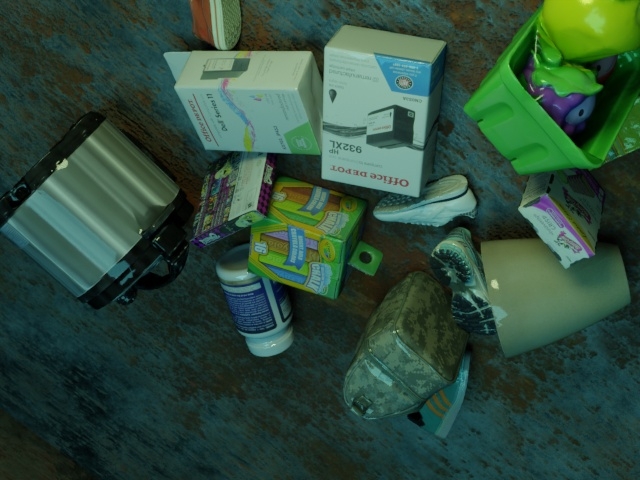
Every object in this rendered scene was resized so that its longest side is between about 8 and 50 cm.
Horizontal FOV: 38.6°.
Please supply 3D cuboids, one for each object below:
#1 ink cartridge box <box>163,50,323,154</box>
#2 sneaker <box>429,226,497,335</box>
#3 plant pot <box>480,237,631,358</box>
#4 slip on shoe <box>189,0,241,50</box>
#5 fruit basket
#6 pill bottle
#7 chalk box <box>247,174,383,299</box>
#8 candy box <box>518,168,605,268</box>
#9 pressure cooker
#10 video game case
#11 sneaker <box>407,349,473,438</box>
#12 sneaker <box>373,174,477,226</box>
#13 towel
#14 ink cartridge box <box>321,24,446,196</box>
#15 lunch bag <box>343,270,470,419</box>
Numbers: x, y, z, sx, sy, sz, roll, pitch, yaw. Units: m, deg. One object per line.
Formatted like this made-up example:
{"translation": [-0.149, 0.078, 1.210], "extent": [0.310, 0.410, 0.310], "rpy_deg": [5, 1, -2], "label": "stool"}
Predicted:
{"translation": [-0.171, -0.296, 1.960], "extent": [0.353, 0.119, 0.207], "rpy_deg": [5, 145, 21], "label": "ink cartridge box"}
{"translation": [0.346, 0.092, 2.044], "extent": [0.110, 0.122, 0.283], "rpy_deg": [0, 130, 36], "label": "sneaker"}
{"translation": [0.502, 0.099, 1.929], "extent": [0.274, 0.256, 0.256], "rpy_deg": [-12, 118, 13], "label": "plant pot"}
{"translation": [-0.229, -0.546, 1.854], "extent": [0.101, 0.123, 0.331], "rpy_deg": [15, 133, 18], "label": "slip on shoe"}
{"translation": [0.455, -0.327, 1.545], "extent": [0.283, 0.392, 0.392], "rpy_deg": [47, 128, -12], "label": "fruit basket"}
{"translation": [-0.155, 0.150, 2.283], "extent": [0.153, 0.153, 0.265], "rpy_deg": [-1, 122, 24], "label": "pill bottle"}
{"translation": [0.000, 0.000, 2.096], "extent": [0.289, 0.180, 0.179], "rpy_deg": [16, 128, 11], "label": "chalk box"}
{"translation": [0.480, -0.077, 1.795], "extent": [0.071, 0.233, 0.159], "rpy_deg": [-31, 107, 37], "label": "candy box"}
{"translation": [-0.508, -0.043, 2.150], "extent": [0.375, 0.370, 0.420], "rpy_deg": [-43, 104, 9], "label": "pressure cooker"}
{"translation": [-0.193, -0.113, 2.067], "extent": [0.210, 0.232, 0.042], "rpy_deg": [-23, 133, 33], "label": "video game case"}
{"translation": [0.294, 0.377, 2.278], "extent": [0.121, 0.108, 0.302], "rpy_deg": [18, 130, 6], "label": "sneaker"}
{"translation": [0.228, -0.068, 2.012], "extent": [0.235, 0.090, 0.095], "rpy_deg": [-10, 128, 30], "label": "sneaker"}
{"translation": [0.607, -0.223, 1.776], "extent": [0.237, 0.021, 0.102], "rpy_deg": [-25, 111, 35], "label": "towel"}
{"translation": [0.125, -0.264, 1.885], "extent": [0.223, 0.129, 0.307], "rpy_deg": [12, 127, 15], "label": "ink cartridge box"}
{"translation": [0.185, 0.252, 2.117], "extent": [0.212, 0.305, 0.256], "rpy_deg": [44, 123, -9], "label": "lunch bag"}
